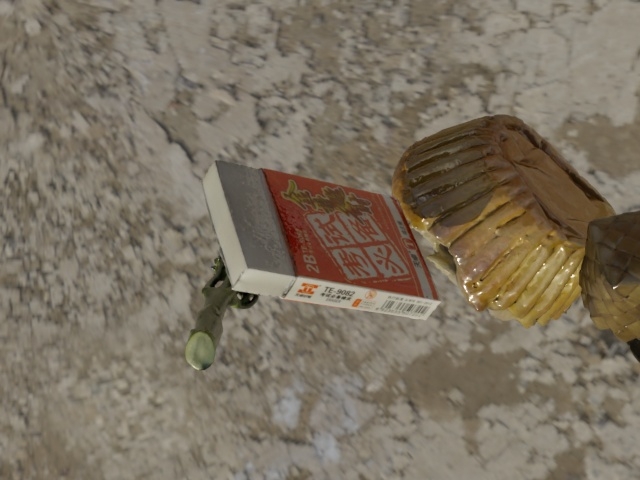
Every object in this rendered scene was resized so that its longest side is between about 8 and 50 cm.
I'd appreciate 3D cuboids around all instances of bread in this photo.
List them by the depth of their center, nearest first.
[{"bbox_3d":[0.214,-0.037,1.538,0.274,0.274,0.149,27,125,-16],"label":"bread"}]

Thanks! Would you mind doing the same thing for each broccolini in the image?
[{"bbox_3d":[-0.099,0.062,1.525,0.078,0.392,0.074,12,102,-2],"label":"broccolini"}]

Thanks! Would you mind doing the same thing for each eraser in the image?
[{"bbox_3d":[0.000,0.000,1.353,0.230,0.157,0.038,11,131,-30],"label":"eraser"}]

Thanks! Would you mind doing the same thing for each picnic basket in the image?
[{"bbox_3d":[0.337,0.052,1.369,0.137,0.128,0.178,-10,138,-3],"label":"picnic basket"}]
